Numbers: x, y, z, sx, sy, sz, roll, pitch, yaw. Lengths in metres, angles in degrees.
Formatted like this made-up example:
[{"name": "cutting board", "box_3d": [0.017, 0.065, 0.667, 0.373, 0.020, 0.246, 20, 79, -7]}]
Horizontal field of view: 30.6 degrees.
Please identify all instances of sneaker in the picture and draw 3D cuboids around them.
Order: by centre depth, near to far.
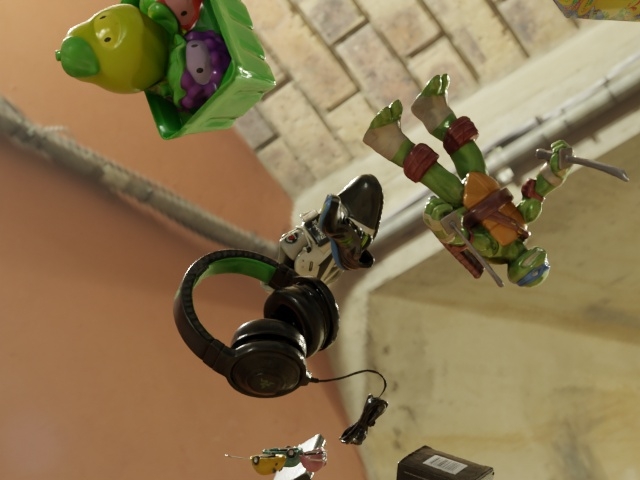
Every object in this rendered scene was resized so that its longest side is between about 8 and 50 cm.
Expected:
[{"name": "sneaker", "box_3d": [0.048, -0.015, 1.999, 0.188, 0.078, 0.067, 65, -144, -47]}, {"name": "sneaker", "box_3d": [0.000, 0.000, 2.356, 0.146, 0.331, 0.122, 15, -153, -44]}]

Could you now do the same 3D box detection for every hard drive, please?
[{"name": "hard drive", "box_3d": [-0.043, 0.409, 2.103, 0.022, 0.094, 0.135, 51, -158, -9]}]

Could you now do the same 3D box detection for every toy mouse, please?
[{"name": "toy mouse", "box_3d": [-0.036, 0.331, 1.764, 0.143, 0.161, 0.031, 0, -94, -53]}]

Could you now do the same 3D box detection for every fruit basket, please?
[{"name": "fruit basket", "box_3d": [-0.318, -0.397, 2.321, 0.392, 0.283, 0.392, 32, -142, -29]}]

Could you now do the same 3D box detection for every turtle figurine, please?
[{"name": "turtle figurine", "box_3d": [0.193, -0.082, 1.349, 0.266, 0.198, 0.275, 48, 180, 13]}]

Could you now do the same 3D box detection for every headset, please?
[{"name": "headset", "box_3d": [-0.065, 0.180, 1.927, 0.394, 0.185, 0.243, 34, -138, 7]}]

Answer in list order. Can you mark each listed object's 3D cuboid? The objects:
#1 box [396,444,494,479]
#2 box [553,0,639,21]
[{"name": "box", "box_3d": [0.223, 0.508, 2.168, 0.108, 0.153, 0.207, -16, -64, -54]}, {"name": "box", "box_3d": [0.518, -0.566, 2.162, 0.279, 0.177, 0.290, -7, -123, -38]}]
